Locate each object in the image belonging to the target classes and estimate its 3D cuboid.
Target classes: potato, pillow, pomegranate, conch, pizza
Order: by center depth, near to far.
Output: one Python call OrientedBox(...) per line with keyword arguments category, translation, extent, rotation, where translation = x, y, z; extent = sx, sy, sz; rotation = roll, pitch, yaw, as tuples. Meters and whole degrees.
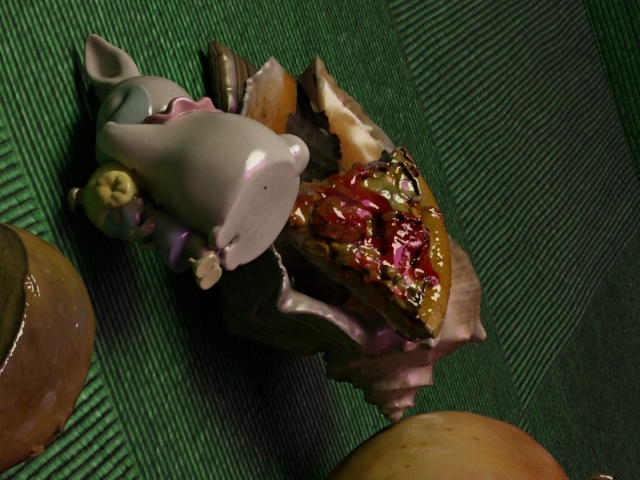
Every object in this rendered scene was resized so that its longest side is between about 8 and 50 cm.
OrientedBox(category="potato", translation=(-0.222, 0.097, 1.402), extent=(0.243, 0.098, 0.138), rotation=(-80, 149, -43))
OrientedBox(category="pizza", translation=(0.042, -0.007, 1.701), extent=(0.193, 0.053, 0.201), rotation=(5, 61, -36))
OrientedBox(category="conch", translation=(-0.012, 0.011, 1.823), extent=(0.297, 0.210, 0.352), rotation=(0, 54, -58))
OrientedBox(category="pomegranate", translation=(0.146, 0.315, 1.825), extent=(0.338, 0.338, 0.338), rotation=(46, 37, -49))
OrientedBox(category="pillow", translation=(-0.057, -0.124, 1.987), extent=(0.203, 0.038, 0.113), rotation=(28, 51, -61))

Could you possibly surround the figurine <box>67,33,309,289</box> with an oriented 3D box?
OrientedBox(category="figurine", translation=(-0.142, -0.070, 1.640), extent=(0.155, 0.235, 0.127), rotation=(-57, 153, -7))
